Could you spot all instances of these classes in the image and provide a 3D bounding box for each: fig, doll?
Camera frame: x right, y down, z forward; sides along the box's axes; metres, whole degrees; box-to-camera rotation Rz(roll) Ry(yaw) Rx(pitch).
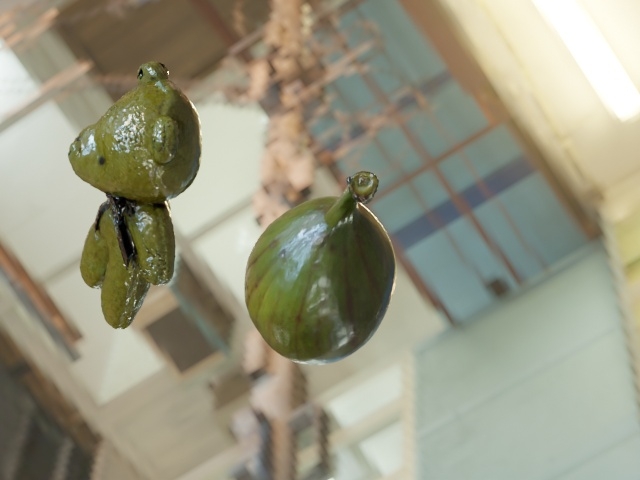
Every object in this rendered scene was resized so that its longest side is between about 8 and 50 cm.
[{"bbox_3d":[0.000,0.000,1.816,0.259,0.151,0.151,92,164,-51],"label":"fig"},{"bbox_3d":[-0.150,-0.029,1.464,0.097,0.209,0.137,6,-146,-21],"label":"doll"}]
